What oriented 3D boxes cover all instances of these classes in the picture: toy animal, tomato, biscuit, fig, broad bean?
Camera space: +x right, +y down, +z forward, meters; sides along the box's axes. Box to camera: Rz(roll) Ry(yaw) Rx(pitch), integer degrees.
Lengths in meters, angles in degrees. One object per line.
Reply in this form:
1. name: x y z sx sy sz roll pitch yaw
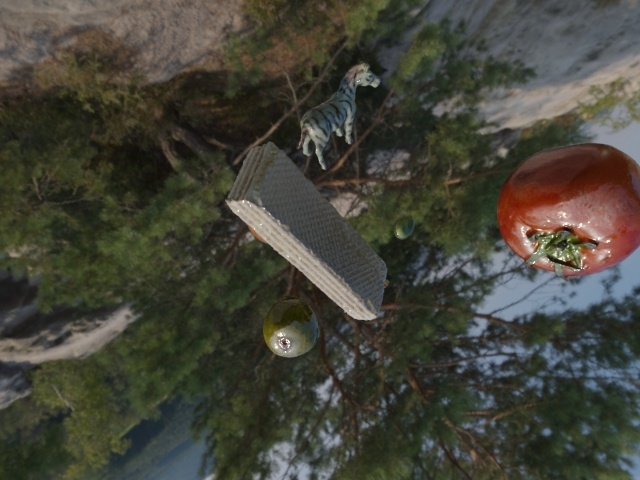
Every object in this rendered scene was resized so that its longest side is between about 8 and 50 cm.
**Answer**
1. toy animal: 0.041 -0.293 1.105 0.255 0.089 0.170 -53 152 -8
2. tomato: 0.628 -0.078 1.140 0.273 0.341 0.341 -55 178 -25
3. biscuit: 0.000 0.000 0.893 0.078 0.426 0.144 -9 -131 37
4. fig: -0.064 0.209 1.161 0.147 0.142 0.186 -26 -179 31
5. broad bean: 0.227 -0.037 1.262 0.045 0.063 0.083 2 -146 36

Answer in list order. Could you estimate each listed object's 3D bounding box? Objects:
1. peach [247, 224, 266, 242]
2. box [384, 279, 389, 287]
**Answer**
1. peach: -0.145 -0.095 1.696 0.252 0.252 0.252 -38 170 -7
2. box: 0.124 0.079 1.264 0.023 0.090 0.133 -57 -155 5
